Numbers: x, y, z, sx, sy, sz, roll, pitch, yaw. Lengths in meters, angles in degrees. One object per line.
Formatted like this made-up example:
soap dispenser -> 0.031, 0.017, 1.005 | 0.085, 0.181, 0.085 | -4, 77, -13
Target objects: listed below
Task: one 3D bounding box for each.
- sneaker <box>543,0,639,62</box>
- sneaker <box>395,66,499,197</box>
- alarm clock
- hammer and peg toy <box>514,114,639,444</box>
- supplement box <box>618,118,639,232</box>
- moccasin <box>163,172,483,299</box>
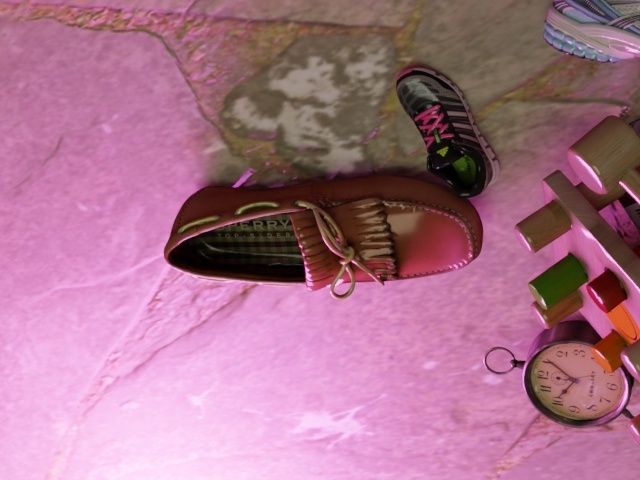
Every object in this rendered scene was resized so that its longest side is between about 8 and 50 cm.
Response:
sneaker -> 0.357, -0.228, 1.481 | 0.283, 0.110, 0.122 | 15, 117, 27
sneaker -> 0.140, -0.116, 1.665 | 0.063, 0.075, 0.170 | -26, 109, 30
alarm clock -> 0.291, 0.155, 1.788 | 0.192, 0.064, 0.129 | 8, 123, 11
hammer and peg toy -> 0.316, 0.054, 1.531 | 0.127, 0.266, 0.361 | -33, 149, -6
supplement box -> 0.430, -0.096, 1.583 | 0.239, 0.073, 0.130 | -27, 108, 31
moccasin -> 0.000, -0.003, 1.736 | 0.380, 0.147, 0.139 | 5, 122, 16
